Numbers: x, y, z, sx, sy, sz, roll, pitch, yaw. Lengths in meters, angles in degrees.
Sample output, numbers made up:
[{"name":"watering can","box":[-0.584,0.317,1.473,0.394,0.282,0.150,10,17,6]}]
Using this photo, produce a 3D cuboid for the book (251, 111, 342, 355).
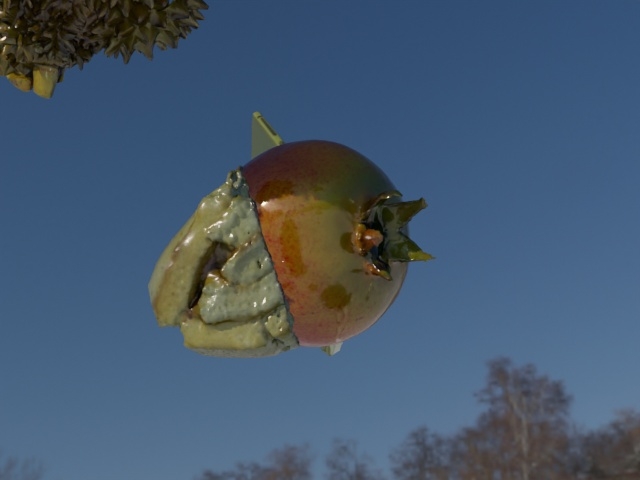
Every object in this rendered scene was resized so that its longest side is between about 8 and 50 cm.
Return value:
[{"name":"book","box":[-0.038,-0.019,1.540,0.035,0.352,0.239,-11,-55,-18]}]

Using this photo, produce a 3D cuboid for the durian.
[{"name":"durian","box":[-0.211,-0.279,0.912,0.258,0.258,0.293,10,-48,-35]}]

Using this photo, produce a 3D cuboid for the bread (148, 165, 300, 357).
[{"name":"bread","box":[-0.087,0.027,0.831,0.110,0.156,0.103,-18,-10,4]}]

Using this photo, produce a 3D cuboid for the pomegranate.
[{"name":"pomegranate","box":[0.000,0.000,1.065,0.256,0.221,0.220,-13,-20,43]}]
